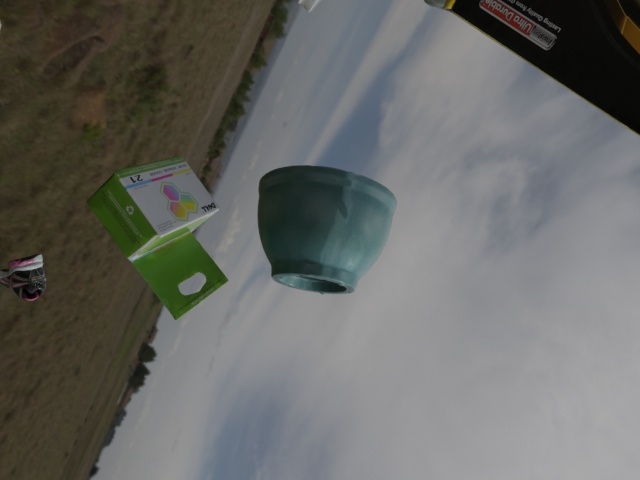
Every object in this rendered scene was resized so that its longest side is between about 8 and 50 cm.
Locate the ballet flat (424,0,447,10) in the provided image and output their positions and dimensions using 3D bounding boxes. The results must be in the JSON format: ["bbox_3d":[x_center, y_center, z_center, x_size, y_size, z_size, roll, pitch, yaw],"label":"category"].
[{"bbox_3d":[0.274,-0.419,0.802,0.072,0.213,0.068,-63,164,-5],"label":"ballet flat"}]

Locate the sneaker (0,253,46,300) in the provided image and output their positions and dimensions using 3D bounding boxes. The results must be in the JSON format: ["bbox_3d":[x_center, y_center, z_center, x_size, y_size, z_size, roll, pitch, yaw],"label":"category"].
[{"bbox_3d":[-0.581,0.084,0.904,0.178,0.071,0.077,-20,-93,51],"label":"sneaker"}]

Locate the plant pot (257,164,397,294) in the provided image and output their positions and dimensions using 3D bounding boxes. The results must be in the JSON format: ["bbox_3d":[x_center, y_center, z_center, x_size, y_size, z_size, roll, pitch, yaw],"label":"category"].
[{"bbox_3d":[0.000,0.000,0.952,0.293,0.292,0.197,150,-48,-66],"label":"plant pot"}]

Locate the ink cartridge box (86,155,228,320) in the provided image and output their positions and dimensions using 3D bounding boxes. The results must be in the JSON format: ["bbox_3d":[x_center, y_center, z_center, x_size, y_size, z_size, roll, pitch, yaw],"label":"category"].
[{"bbox_3d":[-0.262,-0.014,0.855,0.097,0.255,0.189,-34,-176,27],"label":"ink cartridge box"}]

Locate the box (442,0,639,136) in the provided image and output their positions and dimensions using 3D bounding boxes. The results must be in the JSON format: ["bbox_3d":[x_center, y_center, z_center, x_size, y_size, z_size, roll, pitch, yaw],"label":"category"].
[{"bbox_3d":[0.291,-0.203,0.321,0.079,0.322,0.257,-40,166,-44],"label":"box"}]

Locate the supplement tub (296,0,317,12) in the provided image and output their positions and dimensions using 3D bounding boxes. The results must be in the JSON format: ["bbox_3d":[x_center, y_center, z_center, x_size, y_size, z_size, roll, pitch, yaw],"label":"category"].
[{"bbox_3d":[-0.067,-0.593,0.807,0.228,0.316,0.228,-43,-162,17],"label":"supplement tub"}]
